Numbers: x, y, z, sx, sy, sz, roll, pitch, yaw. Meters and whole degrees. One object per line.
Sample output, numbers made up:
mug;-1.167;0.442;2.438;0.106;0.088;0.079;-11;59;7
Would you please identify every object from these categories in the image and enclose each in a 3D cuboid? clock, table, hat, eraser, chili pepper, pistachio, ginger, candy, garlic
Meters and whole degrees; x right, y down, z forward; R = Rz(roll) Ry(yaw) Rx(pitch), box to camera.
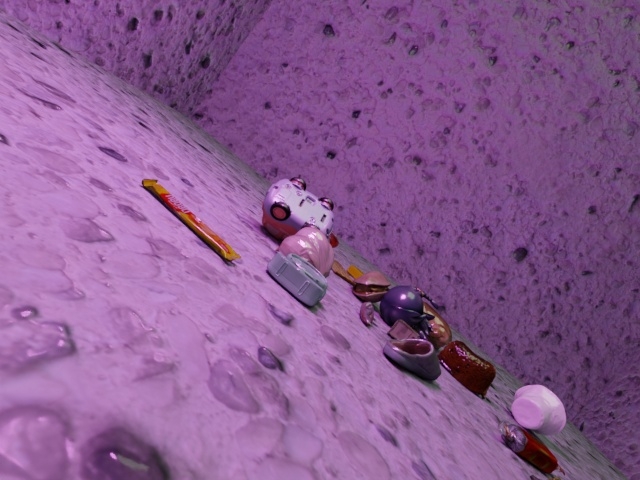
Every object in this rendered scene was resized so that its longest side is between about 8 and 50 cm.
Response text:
clock;-0.049;0.097;1.093;0.159;0.066;0.211;40;6;9
table;0.280;0.317;1.374;0.083;0.062;0.079;41;6;22
hat;0.838;0.672;1.607;0.126;0.203;0.203;12;23;-42
eraser;0.194;0.178;1.966;0.097;0.045;0.122;32;8;-46
chili pepper;0.150;0.238;1.318;0.050;0.041;0.153;19;22;3
pistachio;0.203;0.187;1.631;0.152;0.126;0.223;5;2;17
ginger;0.465;0.367;1.784;0.276;0.130;0.221;32;16;-8
candy;0.609;0.605;1.188;0.292;0.059;0.086;36;10;-11
garlic;-0.027;0.039;1.311;0.178;0.142;0.229;39;-2;18

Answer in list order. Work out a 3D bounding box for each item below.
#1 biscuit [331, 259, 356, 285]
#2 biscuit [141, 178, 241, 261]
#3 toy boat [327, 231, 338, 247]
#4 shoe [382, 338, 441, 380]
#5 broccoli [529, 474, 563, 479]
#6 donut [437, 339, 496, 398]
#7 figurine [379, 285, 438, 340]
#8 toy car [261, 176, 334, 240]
biscuit;0.076;0.124;1.818;0.139;0.016;0.231;35;7;-26
biscuit;-0.294;-0.046;0.921;0.292;0.026;0.048;39;26;13
toy boat;0.000;0.000;2.083;0.206;0.096;0.282;31;20;-9
shoe;0.279;0.324;1.164;0.251;0.100;0.103;29;10;-41
broccoli;0.472;0.518;0.774;0.130;0.120;0.131;19;39;3
donut;0.555;0.479;1.536;0.144;0.126;0.186;25;13;-37
figurine;0.343;0.280;1.583;0.175;0.196;0.265;-3;-18;37
toy car;-0.096;-0.077;1.478;0.271;0.212;0.180;35;46;-9
